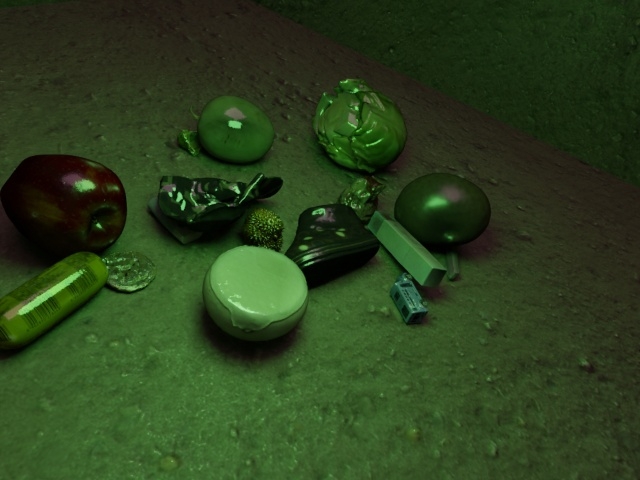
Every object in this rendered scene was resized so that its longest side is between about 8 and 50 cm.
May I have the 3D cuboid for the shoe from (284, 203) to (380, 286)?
[{"bbox_3d":[0.000,0.000,1.520,0.384,0.171,0.237,-18,59,-38],"label":"shoe"}]

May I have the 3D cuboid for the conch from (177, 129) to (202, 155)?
[{"bbox_3d":[-0.511,-0.391,1.839,0.089,0.074,0.121,-33,80,-6],"label":"conch"}]

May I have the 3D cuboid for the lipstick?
[{"bbox_3d":[0.292,0.022,1.627,0.076,0.079,0.371,11,26,-33],"label":"lipstick"}]

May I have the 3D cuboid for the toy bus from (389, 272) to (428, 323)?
[{"bbox_3d":[0.277,0.182,1.502,0.076,0.073,0.167,-3,44,-24],"label":"toy bus"}]

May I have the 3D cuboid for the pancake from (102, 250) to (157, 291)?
[{"bbox_3d":[-0.545,0.085,1.322,0.158,0.028,0.158,14,38,-11],"label":"pancake"}]

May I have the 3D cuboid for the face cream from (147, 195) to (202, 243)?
[{"bbox_3d":[-0.470,-0.068,1.504,0.198,0.057,0.084,41,44,21],"label":"face cream"}]

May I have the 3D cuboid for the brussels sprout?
[{"bbox_3d":[0.193,-0.477,2.038,0.361,0.342,0.425,23,34,-41],"label":"brussels sprout"}]

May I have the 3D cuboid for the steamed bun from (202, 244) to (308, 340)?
[{"bbox_3d":[-0.179,0.155,1.268,0.283,0.177,0.282,14,42,-13],"label":"steamed bun"}]

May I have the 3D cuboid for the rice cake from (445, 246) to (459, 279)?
[{"bbox_3d":[0.490,0.072,1.736,0.036,0.047,0.206,22,39,-4],"label":"rice cake"}]

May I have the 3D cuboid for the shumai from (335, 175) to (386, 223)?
[{"bbox_3d":[0.159,-0.175,1.785,0.167,0.175,0.206,25,37,7],"label":"shumai"}]

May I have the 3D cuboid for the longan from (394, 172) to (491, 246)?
[{"bbox_3d":[0.448,-0.111,1.739,0.351,0.288,0.288,7,35,21],"label":"longan"}]

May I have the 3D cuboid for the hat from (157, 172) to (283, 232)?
[{"bbox_3d":[-0.298,-0.121,1.533,0.367,0.382,0.257,4,77,25],"label":"hat"}]

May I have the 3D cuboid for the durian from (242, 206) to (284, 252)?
[{"bbox_3d":[-0.184,-0.026,1.492,0.137,0.158,0.168,4,14,-40],"label":"durian"}]

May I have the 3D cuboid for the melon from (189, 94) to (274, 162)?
[{"bbox_3d":[-0.334,-0.432,1.823,0.308,0.271,0.271,-8,47,-20],"label":"melon"}]

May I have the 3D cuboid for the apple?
[{"bbox_3d":[-0.687,-0.099,1.276,0.317,0.287,0.288,19,37,22],"label":"apple"}]

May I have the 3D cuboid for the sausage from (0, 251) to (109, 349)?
[{"bbox_3d":[-0.657,0.137,1.140,0.123,0.123,0.347,29,40,11],"label":"sausage"}]
